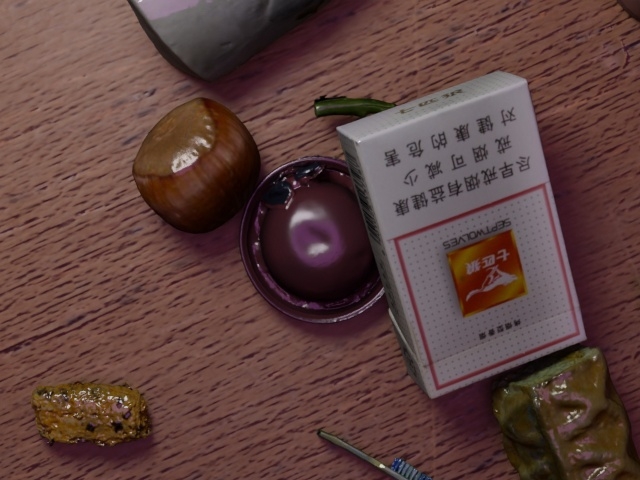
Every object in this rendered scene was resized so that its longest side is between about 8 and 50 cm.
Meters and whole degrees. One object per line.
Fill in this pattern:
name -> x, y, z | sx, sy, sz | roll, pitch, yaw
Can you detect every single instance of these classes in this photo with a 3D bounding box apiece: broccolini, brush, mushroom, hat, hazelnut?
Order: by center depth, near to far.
mushroom -> -0.032, -0.344, 1.309 | 0.397, 0.177, 0.126 | -36, 49, -5
hazelnut -> -0.141, -0.083, 1.328 | 0.150, 0.150, 0.150 | 0, 92, -2
hat -> 0.000, 0.000, 1.358 | 0.205, 0.089, 0.206 | 0, 91, -2
broccolini -> 0.104, -0.090, 1.372 | 0.271, 0.062, 0.123 | 24, 76, -8
brush -> 0.077, 0.274, 1.398 | 0.178, 0.033, 0.030 | 31, 84, -3

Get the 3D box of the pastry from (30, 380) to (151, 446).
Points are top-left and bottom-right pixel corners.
pastry -> -0.278, 0.209, 1.370 | 0.140, 0.056, 0.080 | -5, 104, -4

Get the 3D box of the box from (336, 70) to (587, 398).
box -> 0.167, -0.005, 1.311 | 0.210, 0.095, 0.330 | -20, 108, -8

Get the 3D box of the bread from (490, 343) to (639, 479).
bread -> 0.308, 0.269, 1.359 | 0.152, 0.130, 0.268 | -18, 94, 38

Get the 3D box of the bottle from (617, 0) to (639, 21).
bottle -> 0.426, -0.349, 1.259 | 0.206, 0.297, 0.173 | 41, 91, -3
